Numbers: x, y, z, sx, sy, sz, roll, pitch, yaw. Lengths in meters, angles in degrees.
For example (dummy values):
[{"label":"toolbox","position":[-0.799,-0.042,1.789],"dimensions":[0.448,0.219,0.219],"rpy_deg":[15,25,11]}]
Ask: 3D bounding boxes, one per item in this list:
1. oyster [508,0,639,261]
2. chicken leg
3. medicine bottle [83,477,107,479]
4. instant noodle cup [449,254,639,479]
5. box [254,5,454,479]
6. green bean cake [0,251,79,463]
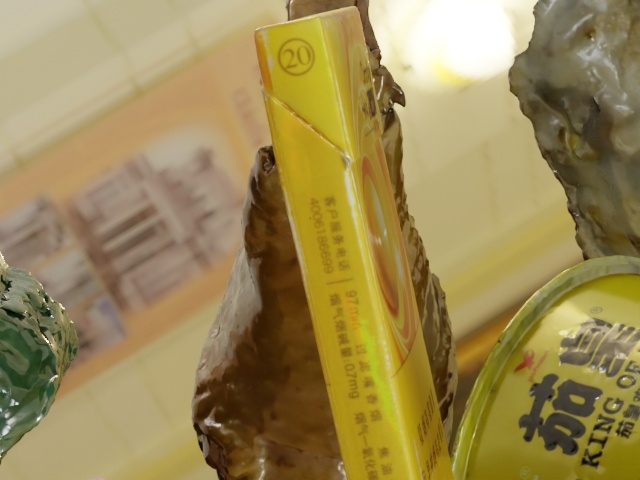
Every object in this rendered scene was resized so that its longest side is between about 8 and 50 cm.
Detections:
[{"label":"oyster","position":[0.277,-0.042,1.471],"dimensions":[0.396,0.204,0.111],"rpy_deg":[55,1,5]},{"label":"chicken leg","position":[0.000,0.000,1.329],"dimensions":[0.295,0.182,0.409],"rpy_deg":[-87,174,-57]},{"label":"medicine bottle","position":[-0.282,0.290,1.602],"dimensions":[0.152,0.254,0.152],"rpy_deg":[22,-65,57]},{"label":"instant noodle cup","position":[0.266,0.182,1.195],"dimensions":[0.254,0.325,0.325],"rpy_deg":[9,-43,43]},{"label":"box","position":[0.020,0.018,0.987],"dimensions":[0.152,0.043,0.269],"rpy_deg":[-48,126,-80]},{"label":"green bean cake","position":[-0.355,0.088,1.253],"dimensions":[0.300,0.308,0.169],"rpy_deg":[41,6,-8]}]
